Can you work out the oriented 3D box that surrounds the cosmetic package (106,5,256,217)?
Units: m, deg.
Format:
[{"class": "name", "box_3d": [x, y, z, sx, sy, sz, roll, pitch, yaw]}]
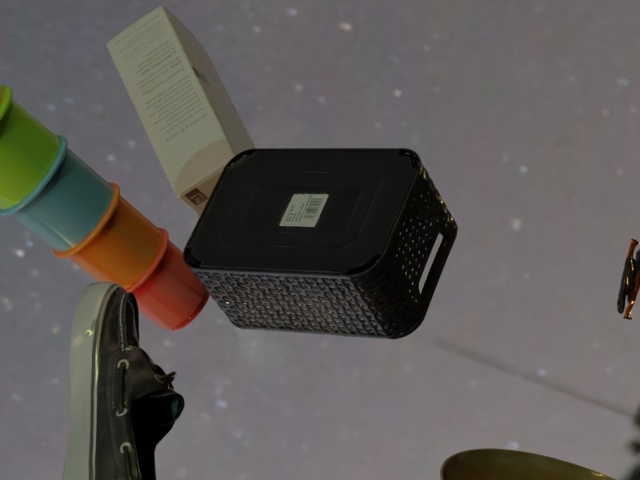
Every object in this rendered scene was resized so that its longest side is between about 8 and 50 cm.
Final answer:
[{"class": "cosmetic package", "box_3d": [-0.139, -0.131, 1.789, 0.085, 0.231, 0.117, -34, -30, 9]}]

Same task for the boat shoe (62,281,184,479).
[{"class": "boat shoe", "box_3d": [-0.131, 0.120, 1.139, 0.228, 0.076, 0.080, -91, -9, -45]}]

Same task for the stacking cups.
[{"class": "stacking cups", "box_3d": [-0.222, -0.031, 1.372, 0.316, 0.096, 0.096, 44, -116, -25]}]

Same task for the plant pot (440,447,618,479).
[{"class": "plant pot", "box_3d": [0.210, 0.241, 1.385, 0.236, 0.236, 0.032, -11, -60, -59]}]

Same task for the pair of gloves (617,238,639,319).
[{"class": "pair of gloves", "box_3d": [0.308, 0.040, 1.628, 0.083, 0.010, 0.074, 28, -105, -68]}]

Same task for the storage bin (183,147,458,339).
[{"class": "storage bin", "box_3d": [0.000, 0.000, 1.275, 0.084, 0.180, 0.122, 56, -133, -42]}]
